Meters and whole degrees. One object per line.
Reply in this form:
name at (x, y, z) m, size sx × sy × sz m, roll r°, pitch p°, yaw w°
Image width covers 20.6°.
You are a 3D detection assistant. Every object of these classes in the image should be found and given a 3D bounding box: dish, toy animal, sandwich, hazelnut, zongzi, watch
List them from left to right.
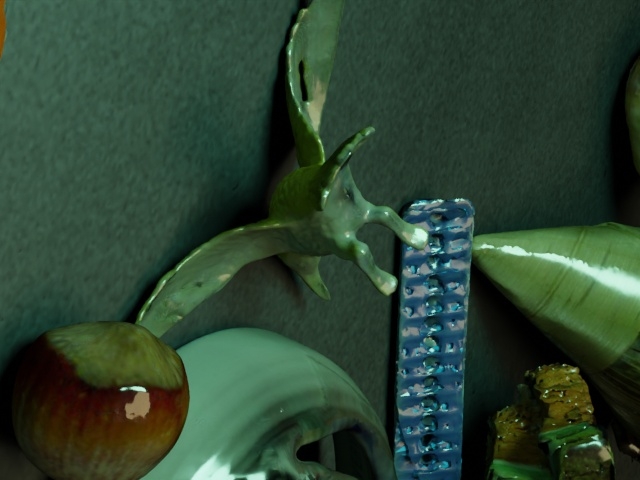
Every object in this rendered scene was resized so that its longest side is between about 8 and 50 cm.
hazelnut at (-0.097, 0.074, 0.781) m, size 0.086 × 0.086 × 0.086 m, roll -32°, pitch 130°, yaw -47°
dish at (-0.016, 0.191, 0.891) m, size 0.273 × 0.134 × 0.273 m, roll -28°, pitch 125°, yaw -50°
toy animal at (0.000, 0.000, 0.879) m, size 0.219 × 0.095 × 0.155 m, roll -58°, pitch 141°, yaw -21°
watch at (0.067, 0.163, 1.043) m, size 0.274 × 0.068 × 0.276 m, roll 91°, pitch -4°, yaw -48°
sandwich at (0.136, 0.168, 1.140) m, size 0.235 × 0.079 × 0.159 m, roll 95°, pitch -9°, yaw -71°
zongzi at (0.208, 0.066, 1.252) m, size 0.289 × 0.318 × 0.154 m, roll 127°, pitch -24°, yaw -66°

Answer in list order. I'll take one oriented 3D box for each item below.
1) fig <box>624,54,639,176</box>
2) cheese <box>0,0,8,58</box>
fig at (0.326, -0.073, 1.205) m, size 0.159 × 0.257 × 0.159 m, roll -17°, pitch 117°, yaw -36°
cheese at (-0.180, -0.091, 0.566) m, size 0.256 × 0.037 × 0.106 m, roll 2°, pitch 103°, yaw -62°
